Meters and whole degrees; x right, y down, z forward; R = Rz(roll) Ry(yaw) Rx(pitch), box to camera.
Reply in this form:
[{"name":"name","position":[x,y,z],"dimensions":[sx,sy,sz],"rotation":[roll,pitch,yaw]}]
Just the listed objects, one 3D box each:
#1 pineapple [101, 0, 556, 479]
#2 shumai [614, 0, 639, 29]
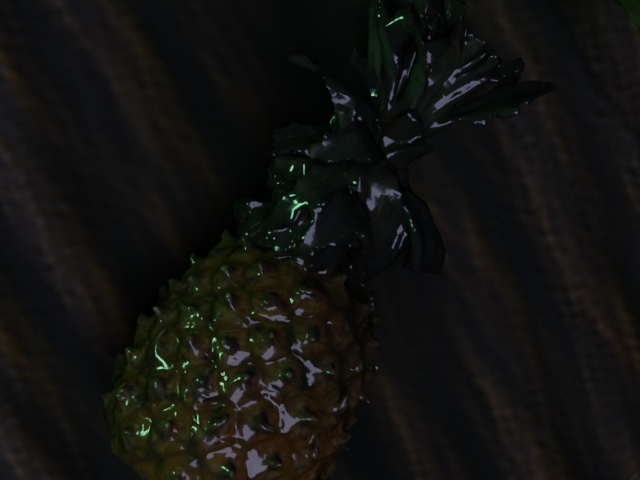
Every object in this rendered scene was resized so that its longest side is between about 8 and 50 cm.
[{"name":"pineapple","position":[0.000,0.000,0.772],"dimensions":[0.125,0.125,0.251],"rotation":[31,91,-21]},{"name":"shumai","position":[0.092,-0.225,0.625],"dimensions":[0.288,0.292,0.330],"rotation":[-5,119,-26]}]
